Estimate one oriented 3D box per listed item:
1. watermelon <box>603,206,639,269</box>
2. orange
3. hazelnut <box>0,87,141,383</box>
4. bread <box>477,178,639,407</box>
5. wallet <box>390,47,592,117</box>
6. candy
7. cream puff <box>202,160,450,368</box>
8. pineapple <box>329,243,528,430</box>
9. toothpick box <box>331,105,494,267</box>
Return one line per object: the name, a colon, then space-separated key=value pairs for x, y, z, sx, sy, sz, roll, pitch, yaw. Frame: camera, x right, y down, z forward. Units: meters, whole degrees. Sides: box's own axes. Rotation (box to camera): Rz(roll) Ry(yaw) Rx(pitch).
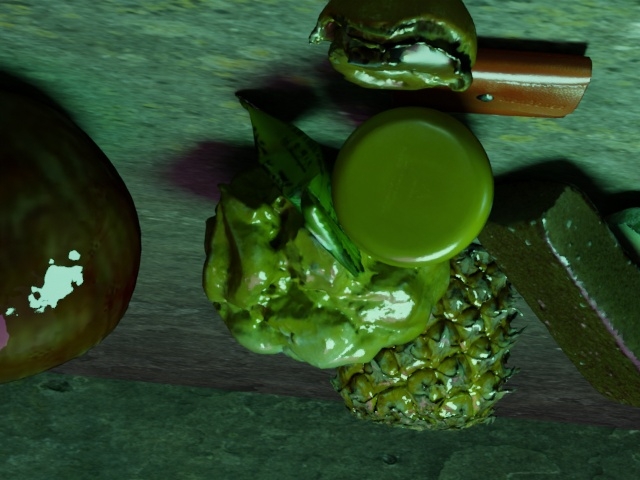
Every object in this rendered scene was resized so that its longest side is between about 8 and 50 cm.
watermelon: x=0.472 y=0.032 z=1.731 sx=0.140 sy=0.193 sz=0.257 roll=-38 pitch=-178 yaw=-29
orange: x=0.076 y=-0.197 z=1.112 sx=0.170 sy=0.112 sz=0.160 roll=22 pitch=-178 yaw=21
hazelnut: x=-0.427 y=-0.010 z=1.448 sx=0.421 sy=0.352 sz=0.421 roll=16 pitch=144 yaw=12
bread: x=0.380 y=0.077 z=1.664 sx=0.165 sy=0.113 sz=0.416 roll=4 pitch=142 yaw=53
wallet: x=0.181 y=-0.169 z=1.289 sx=0.204 sy=0.045 sz=0.142 roll=4 pitch=166 yaw=-1
candy: x=-0.018 y=-0.078 z=1.377 sx=0.069 sy=0.246 sz=0.149 roll=-38 pitch=139 yaw=4
cream puff: x=0.002 y=0.000 z=1.583 sx=0.324 sy=0.291 sz=0.257 roll=10 pitch=138 yaw=28
pineapple: x=0.182 y=0.171 z=2.006 sx=0.352 sy=0.300 sz=0.352 roll=1 pitch=169 yaw=0
toothpick box: x=0.118 y=-0.062 z=1.374 sx=0.175 sy=0.175 sz=0.271 roll=0 pitch=-177 yaw=10
